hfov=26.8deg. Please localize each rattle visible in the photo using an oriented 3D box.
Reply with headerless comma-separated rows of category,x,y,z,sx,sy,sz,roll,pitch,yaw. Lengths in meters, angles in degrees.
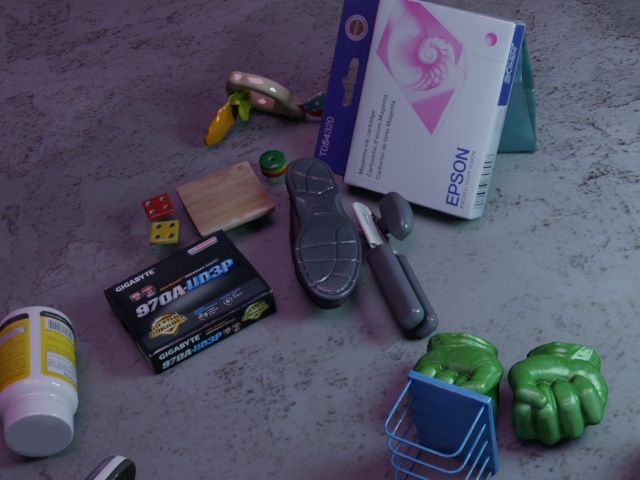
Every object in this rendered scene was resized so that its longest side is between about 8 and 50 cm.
rattle,-0.086,-0.215,2.386,0.199,0.130,0.143,22,60,-5

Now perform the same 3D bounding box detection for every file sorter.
file sorter,0.159,0.277,1.784,0.118,0.170,0.104,17,54,25

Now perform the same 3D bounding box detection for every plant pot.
plant pot,0.242,-0.251,2.301,0.234,0.166,0.165,-7,45,15

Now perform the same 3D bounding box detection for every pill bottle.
pill bottle,-0.422,0.209,1.994,0.119,0.119,0.208,-12,45,-2

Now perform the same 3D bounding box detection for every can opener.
can opener,0.118,0.028,2.089,0.093,0.074,0.280,-41,43,23

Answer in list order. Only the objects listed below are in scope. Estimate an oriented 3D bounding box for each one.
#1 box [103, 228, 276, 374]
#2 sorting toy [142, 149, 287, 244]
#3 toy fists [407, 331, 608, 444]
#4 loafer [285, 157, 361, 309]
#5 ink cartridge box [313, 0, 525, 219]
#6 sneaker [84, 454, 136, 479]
box,-0.205,0.094,2.114,0.220,0.051,0.175,-28,47,-16
sorting toy,-0.166,-0.055,2.256,0.274,0.046,0.132,-22,46,-12
toy fists,0.261,0.207,1.886,0.279,0.096,0.142,5,48,13
loafer,0.000,0.000,2.153,0.109,0.095,0.302,-2,48,-10
ink cartridge box,0.143,-0.232,2.200,0.330,0.324,0.071,17,14,24
sneaker,-0.400,0.382,1.825,0.178,0.124,0.295,27,57,20
